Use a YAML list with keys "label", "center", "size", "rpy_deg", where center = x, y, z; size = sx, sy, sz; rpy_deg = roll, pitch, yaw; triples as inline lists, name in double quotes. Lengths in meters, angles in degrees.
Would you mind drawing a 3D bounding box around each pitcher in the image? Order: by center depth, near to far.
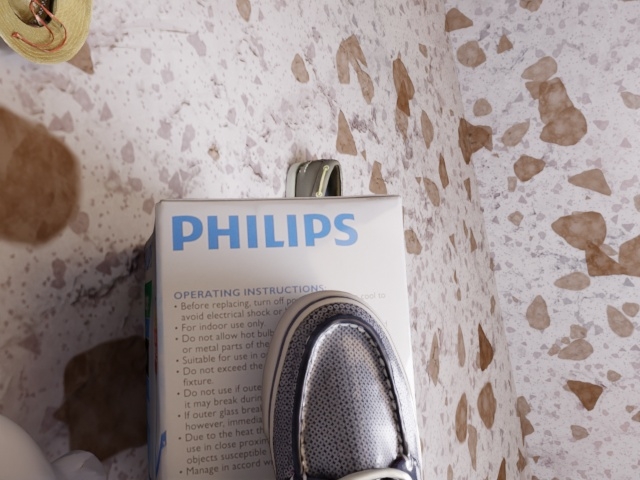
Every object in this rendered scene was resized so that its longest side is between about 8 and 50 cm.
- label: "pitcher"
  center: [-0.307, 0.245, 0.513]
  size: [0.207, 0.125, 0.178]
  rpy_deg: [60, 44, -53]

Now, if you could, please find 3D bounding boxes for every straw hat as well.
- label: "straw hat"
  center: [-0.319, -0.266, 0.636]
  size: [0.144, 0.061, 0.145]
  rpy_deg: [-32, 128, -52]

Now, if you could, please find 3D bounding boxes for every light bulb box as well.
- label: "light bulb box"
  center: [-0.069, 0.158, 0.639]
  size: [0.225, 0.358, 0.362]
  rpy_deg: [-2, 83, -18]

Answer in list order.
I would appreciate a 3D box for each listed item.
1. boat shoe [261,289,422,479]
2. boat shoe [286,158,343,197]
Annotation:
- label: "boat shoe"
  center: [0.040, 0.203, 0.397]
  size: [0.127, 0.158, 0.341]
  rpy_deg: [-7, 87, -18]
- label: "boat shoe"
  center: [-0.002, 0.000, 1.080]
  size: [0.109, 0.091, 0.305]
  rpy_deg: [11, 75, -58]
